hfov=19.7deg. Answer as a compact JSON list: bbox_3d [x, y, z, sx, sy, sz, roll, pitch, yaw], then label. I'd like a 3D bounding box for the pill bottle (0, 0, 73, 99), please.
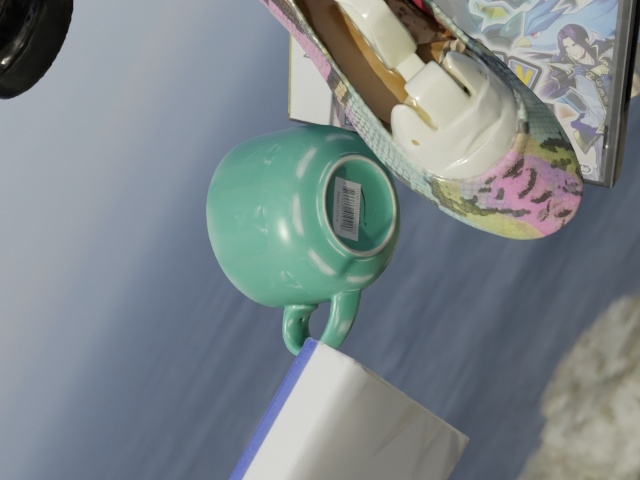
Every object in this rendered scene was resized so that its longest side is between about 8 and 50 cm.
[{"bbox_3d":[-0.246,-0.154,0.999,0.123,0.219,0.122,-18,63,39],"label":"pill bottle"}]

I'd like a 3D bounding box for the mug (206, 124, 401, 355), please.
[{"bbox_3d":[0.003,-0.008,1.348,0.097,0.157,0.129,-10,29,47],"label":"mug"}]

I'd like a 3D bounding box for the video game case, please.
[{"bbox_3d":[0.106,-0.180,1.401,0.035,0.275,0.248,-50,-32,-53],"label":"video game case"}]

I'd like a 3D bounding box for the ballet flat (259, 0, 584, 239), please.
[{"bbox_3d":[0.036,-0.088,0.869,0.077,0.221,0.079,-41,-11,-2],"label":"ballet flat"}]

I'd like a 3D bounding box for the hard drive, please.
[{"bbox_3d":[-0.034,0.226,1.069,0.318,0.040,0.210,-61,-28,-5],"label":"hard drive"}]

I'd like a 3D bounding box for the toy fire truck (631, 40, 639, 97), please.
[{"bbox_3d":[0.314,-0.234,1.597,0.246,0.217,0.158,-31,-17,21],"label":"toy fire truck"}]
